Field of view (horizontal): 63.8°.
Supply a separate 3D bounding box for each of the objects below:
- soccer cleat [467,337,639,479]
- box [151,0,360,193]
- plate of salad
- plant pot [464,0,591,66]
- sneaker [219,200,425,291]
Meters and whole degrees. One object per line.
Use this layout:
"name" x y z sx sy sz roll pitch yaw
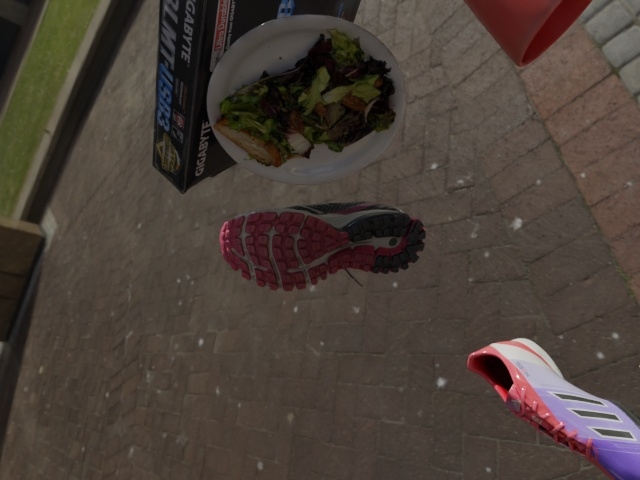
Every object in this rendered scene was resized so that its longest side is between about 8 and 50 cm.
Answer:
"soccer cleat" 0.347 0.254 0.760 0.318 0.116 0.109 -131 42 -61
"box" -0.070 -0.234 0.643 0.073 0.293 0.295 39 141 12
"plate of salad" -0.012 -0.123 0.512 0.200 0.200 0.048 -40 37 33
"plant pot" 0.420 -0.545 1.057 0.243 0.275 0.275 46 115 13
"sneaker" 0.000 0.000 0.767 0.112 0.299 0.121 -129 42 -63
